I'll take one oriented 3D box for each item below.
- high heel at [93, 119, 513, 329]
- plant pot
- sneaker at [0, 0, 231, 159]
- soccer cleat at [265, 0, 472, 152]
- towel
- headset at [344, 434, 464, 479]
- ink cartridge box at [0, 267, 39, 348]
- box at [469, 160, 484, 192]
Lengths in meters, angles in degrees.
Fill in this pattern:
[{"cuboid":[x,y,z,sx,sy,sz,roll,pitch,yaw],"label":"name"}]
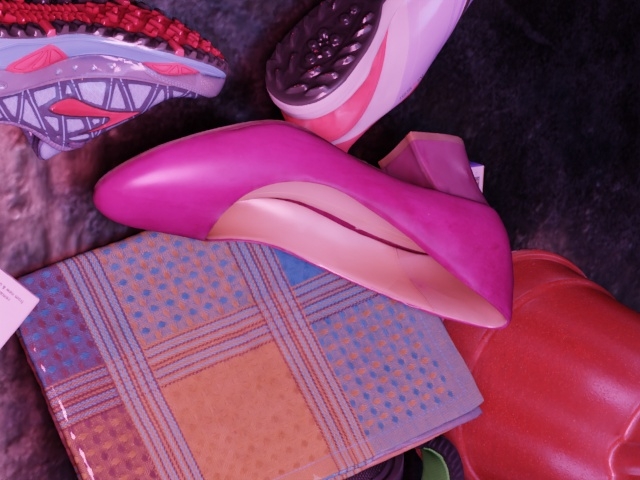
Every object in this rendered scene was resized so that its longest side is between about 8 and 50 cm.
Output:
[{"cuboid":[0.000,0.000,1.332,0.377,0.127,0.181,-6,65,-26],"label":"high heel"},{"cuboid":[0.273,0.172,1.565,0.272,0.265,0.272,-11,111,-32],"label":"plant pot"},{"cuboid":[-0.200,-0.128,1.264,0.262,0.104,0.125,1,122,-31],"label":"sneaker"},{"cuboid":[0.080,-0.209,1.424,0.318,0.108,0.116,-48,145,-14],"label":"soccer cleat"},{"cuboid":[-0.062,0.098,1.377,0.370,0.040,0.271,-21,82,-26],"label":"towel"},{"cuboid":[-0.032,0.260,1.482,0.394,0.185,0.243,6,112,-48],"label":"headset"},{"cuboid":[-0.332,0.081,1.190,0.203,0.148,0.086,-52,128,-9],"label":"ink cartridge box"},{"cuboid":[0.120,-0.022,1.545,0.081,0.028,0.136,-9,112,-32],"label":"box"}]
